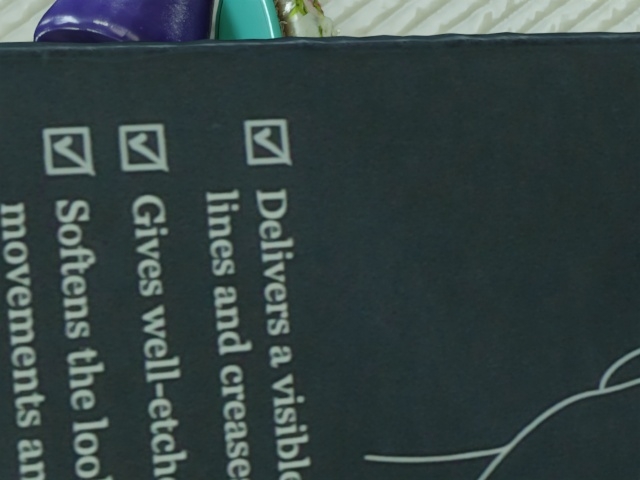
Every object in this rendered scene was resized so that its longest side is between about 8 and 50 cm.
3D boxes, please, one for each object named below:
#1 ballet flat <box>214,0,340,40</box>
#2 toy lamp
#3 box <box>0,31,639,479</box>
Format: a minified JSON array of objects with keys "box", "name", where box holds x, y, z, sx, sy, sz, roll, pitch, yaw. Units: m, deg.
[{"box":[0.000,0.000,0.633,0.077,0.091,0.241,-2,86,-30],"name":"ballet flat"},{"box":[-0.113,-0.009,0.604,0.080,0.080,0.274,20,66,3],"name":"toy lamp"},{"box":[0.030,0.093,0.474,0.395,0.212,0.293,-3,89,-20],"name":"box"}]
